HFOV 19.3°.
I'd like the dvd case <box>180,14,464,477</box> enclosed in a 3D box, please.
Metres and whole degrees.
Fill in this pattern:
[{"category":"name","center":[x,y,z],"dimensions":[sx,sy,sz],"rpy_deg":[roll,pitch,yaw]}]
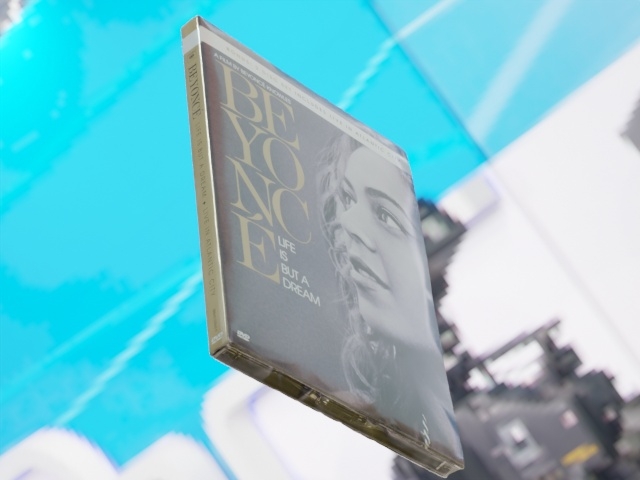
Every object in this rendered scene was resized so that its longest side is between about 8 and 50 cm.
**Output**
[{"category":"dvd case","center":[0.000,0.000,0.960],"dimensions":[0.018,0.221,0.164],"rpy_deg":[-37,-49,28]}]
